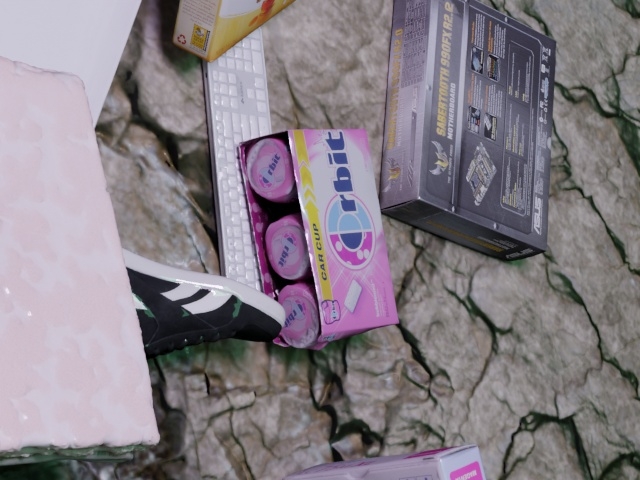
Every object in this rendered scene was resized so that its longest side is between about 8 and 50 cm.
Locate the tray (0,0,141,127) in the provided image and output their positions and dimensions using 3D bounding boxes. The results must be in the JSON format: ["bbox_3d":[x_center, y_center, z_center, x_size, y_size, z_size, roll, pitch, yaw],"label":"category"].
[{"bbox_3d":[-0.216,-0.198,1.433,0.145,0.030,0.270,34,59,-31],"label":"tray"}]

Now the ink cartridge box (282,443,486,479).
[{"bbox_3d":[0.083,0.331,1.468,0.065,0.186,0.311,-11,87,-46],"label":"ink cartridge box"}]

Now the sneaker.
[{"bbox_3d":[-0.132,0.082,1.415,0.217,0.079,0.121,18,70,-30],"label":"sneaker"}]

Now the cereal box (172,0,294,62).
[{"bbox_3d":[-0.043,-0.285,1.481,0.047,0.240,0.173,29,40,15],"label":"cereal box"}]

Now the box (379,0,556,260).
[{"bbox_3d":[0.146,-0.114,1.728,0.183,0.056,0.231,19,67,-38],"label":"box"}]

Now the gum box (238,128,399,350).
[{"bbox_3d":[0.000,0.000,1.550,0.107,0.062,0.188,-5,84,-50],"label":"gum box"}]

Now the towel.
[{"bbox_3d":[-0.266,0.003,1.219,0.332,0.053,0.317,7,62,-50],"label":"towel"}]

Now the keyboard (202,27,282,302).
[{"bbox_3d":[-0.066,-0.069,1.550,0.072,0.014,0.256,3,78,-42],"label":"keyboard"}]
